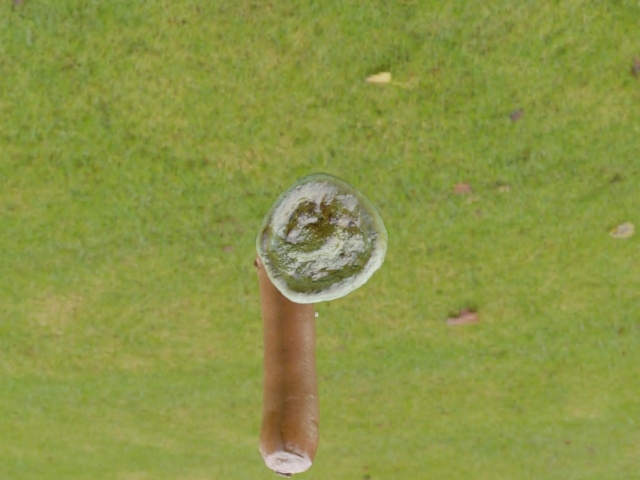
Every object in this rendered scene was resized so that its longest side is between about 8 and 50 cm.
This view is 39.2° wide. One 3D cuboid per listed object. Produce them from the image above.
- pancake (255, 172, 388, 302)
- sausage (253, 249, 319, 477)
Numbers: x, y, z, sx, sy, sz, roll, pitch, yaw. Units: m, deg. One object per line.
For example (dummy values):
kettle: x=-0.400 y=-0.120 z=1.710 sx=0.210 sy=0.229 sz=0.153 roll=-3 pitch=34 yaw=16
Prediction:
pancake: x=-0.001 y=0.001 z=0.704 sx=0.108 sy=0.108 sz=0.017 roll=-4 pitch=171 yaw=17
sausage: x=-0.052 y=0.148 z=1.377 sx=0.094 sy=0.419 sz=0.094 roll=-25 pitch=142 yaw=28
